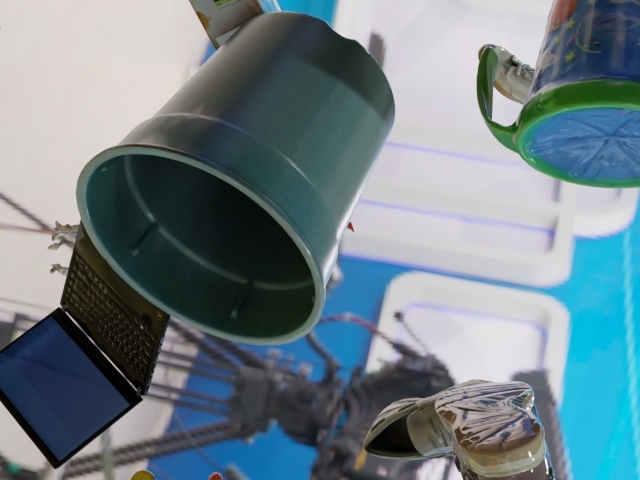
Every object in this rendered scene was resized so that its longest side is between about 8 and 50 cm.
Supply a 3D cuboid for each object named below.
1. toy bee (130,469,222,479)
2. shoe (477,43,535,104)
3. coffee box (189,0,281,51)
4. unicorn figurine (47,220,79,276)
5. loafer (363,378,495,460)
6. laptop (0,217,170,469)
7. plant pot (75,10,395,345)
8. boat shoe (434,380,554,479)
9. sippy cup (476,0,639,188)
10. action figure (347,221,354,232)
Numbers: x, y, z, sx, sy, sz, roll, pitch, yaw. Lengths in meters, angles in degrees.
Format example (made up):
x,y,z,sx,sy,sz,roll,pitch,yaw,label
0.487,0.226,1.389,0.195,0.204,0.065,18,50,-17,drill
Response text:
x,y,z,sx,sy,sz,roll,pitch,yaw,label
-0.225,0.436,2.003,0.162,0.195,0.298,-56,171,29,toy bee
0.337,-0.241,1.965,0.058,0.219,0.076,-32,-151,42,shoe
-0.121,-0.348,1.941,0.141,0.098,0.246,-89,154,-58,coffee box
-0.465,0.043,2.404,0.060,0.111,0.161,-4,-96,54,unicorn figurine
0.189,0.291,1.942,0.111,0.112,0.319,-34,-175,-37,loafer
-0.353,0.138,1.778,0.137,0.234,0.264,-11,131,-44,laptop
-0.079,-0.099,1.620,0.334,0.341,0.341,-58,160,-35,plant pot
0.173,0.203,1.228,0.285,0.103,0.092,-86,166,-85,boat shoe
0.366,-0.211,1.553,0.240,0.306,0.224,129,-28,-66,sippy cup
0.000,0.000,2.102,0.038,0.115,0.030,-137,-153,-64,action figure
